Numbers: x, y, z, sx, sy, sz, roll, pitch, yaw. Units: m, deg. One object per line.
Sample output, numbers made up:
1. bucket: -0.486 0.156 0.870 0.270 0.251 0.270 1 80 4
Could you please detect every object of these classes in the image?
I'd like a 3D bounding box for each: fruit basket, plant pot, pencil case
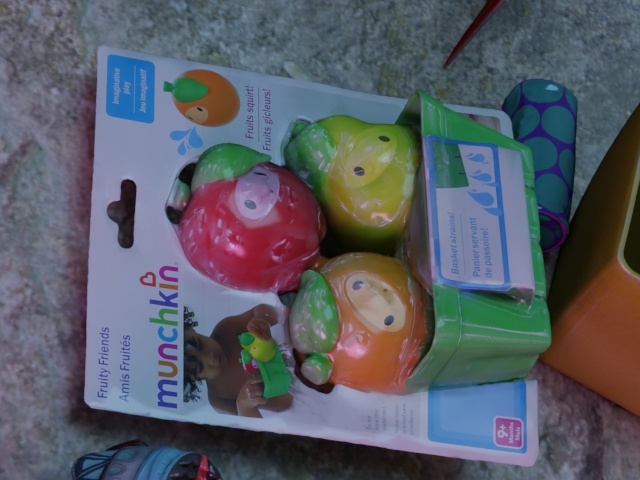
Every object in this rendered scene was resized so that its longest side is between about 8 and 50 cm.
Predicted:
1. fruit basket: 0.000 0.000 1.506 0.353 0.165 0.327 13 55 -20
2. plant pot: 0.298 0.035 1.646 0.212 0.187 0.212 29 50 -12
3. pencil case: 0.187 -0.065 1.726 0.070 0.064 0.151 -1 53 13

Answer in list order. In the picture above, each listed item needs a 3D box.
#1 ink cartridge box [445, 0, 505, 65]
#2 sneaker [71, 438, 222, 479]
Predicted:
1. ink cartridge box: 0.214 -0.323 1.754 0.066 0.296 0.261 41 48 -1
2. sneaker: -0.161 0.254 1.297 0.104 0.125 0.261 52 57 -45
